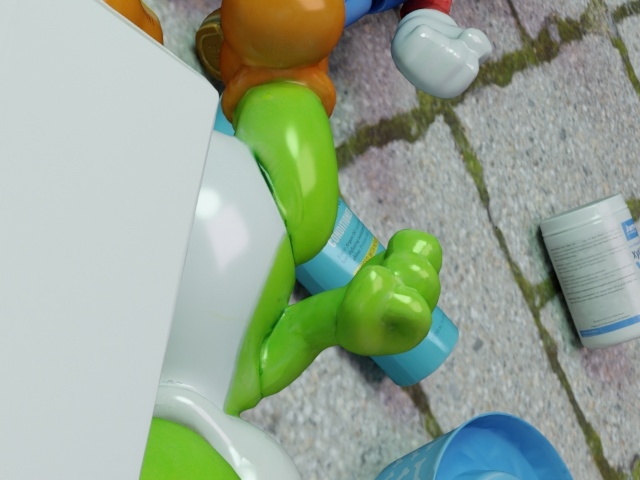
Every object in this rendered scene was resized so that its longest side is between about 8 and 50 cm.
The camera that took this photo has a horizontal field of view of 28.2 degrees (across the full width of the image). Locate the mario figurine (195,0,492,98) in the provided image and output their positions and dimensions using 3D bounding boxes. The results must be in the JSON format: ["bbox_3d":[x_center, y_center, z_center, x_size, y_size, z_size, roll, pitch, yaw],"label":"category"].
[{"bbox_3d":[0.064,-0.214,0.789,0.321,0.170,0.198,-30,132,-33],"label":"mario figurine"}]

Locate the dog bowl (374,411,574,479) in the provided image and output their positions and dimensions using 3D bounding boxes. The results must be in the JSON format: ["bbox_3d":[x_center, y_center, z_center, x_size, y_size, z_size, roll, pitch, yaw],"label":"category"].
[{"bbox_3d":[0.109,0.254,0.758,0.166,0.074,0.297,-9,82,-50],"label":"dog bowl"}]

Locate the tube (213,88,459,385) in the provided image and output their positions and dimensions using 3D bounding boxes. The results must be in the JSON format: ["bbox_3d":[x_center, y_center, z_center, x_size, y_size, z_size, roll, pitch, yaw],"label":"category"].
[{"bbox_3d":[0.000,0.000,0.768,0.207,0.052,0.080,47,34,-16],"label":"tube"}]

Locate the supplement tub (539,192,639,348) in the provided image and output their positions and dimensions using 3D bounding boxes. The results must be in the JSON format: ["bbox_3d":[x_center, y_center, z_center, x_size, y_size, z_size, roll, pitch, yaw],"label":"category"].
[{"bbox_3d":[0.219,0.024,0.986,0.071,0.071,0.107,-21,91,-51],"label":"supplement tub"}]

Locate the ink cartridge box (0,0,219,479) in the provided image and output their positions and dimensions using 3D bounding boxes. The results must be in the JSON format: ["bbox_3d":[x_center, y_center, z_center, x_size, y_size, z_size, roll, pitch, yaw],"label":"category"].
[{"bbox_3d":[-0.178,0.014,0.402,0.168,0.233,0.171,32,52,-37],"label":"ink cartridge box"}]

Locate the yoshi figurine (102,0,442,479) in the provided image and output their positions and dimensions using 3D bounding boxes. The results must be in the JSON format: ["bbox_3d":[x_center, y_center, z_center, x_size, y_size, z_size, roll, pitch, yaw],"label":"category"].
[{"bbox_3d":[-0.067,0.042,0.554,0.203,0.204,0.362,16,67,-42],"label":"yoshi figurine"}]
